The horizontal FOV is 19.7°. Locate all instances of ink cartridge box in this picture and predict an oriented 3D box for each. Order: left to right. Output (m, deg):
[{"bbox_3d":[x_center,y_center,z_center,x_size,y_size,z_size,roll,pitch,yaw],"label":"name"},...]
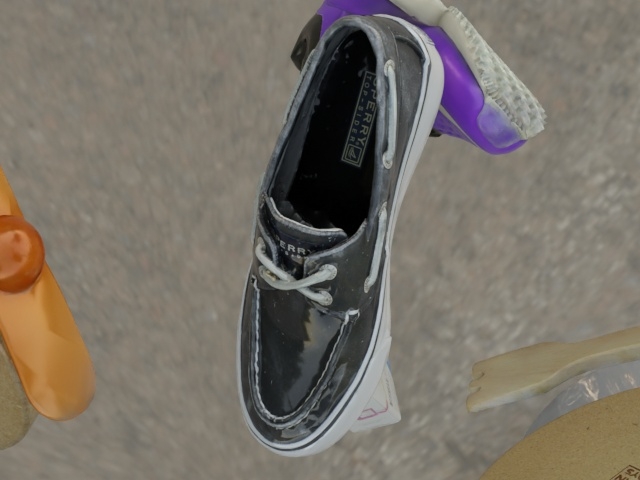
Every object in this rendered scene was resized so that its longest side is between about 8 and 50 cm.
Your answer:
[{"bbox_3d":[0.030,0.121,1.709,0.052,0.122,0.089,-15,70,10],"label":"ink cartridge box"}]

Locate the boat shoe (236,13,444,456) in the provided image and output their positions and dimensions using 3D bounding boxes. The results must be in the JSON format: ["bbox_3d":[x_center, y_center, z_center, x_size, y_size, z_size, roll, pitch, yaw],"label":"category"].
[{"bbox_3d":[0.000,0.000,1.192,0.108,0.102,0.301,22,101,21],"label":"boat shoe"}]

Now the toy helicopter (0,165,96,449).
[{"bbox_3d":[-0.249,-0.016,0.977,0.235,0.355,0.140,3,43,33],"label":"toy helicopter"}]

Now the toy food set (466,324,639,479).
[{"bbox_3d":[0.089,0.086,0.526,0.132,0.192,0.039,-16,113,22],"label":"toy food set"}]

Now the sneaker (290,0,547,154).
[{"bbox_3d":[0.057,-0.109,1.370,0.146,0.293,0.102,-43,121,5],"label":"sneaker"}]

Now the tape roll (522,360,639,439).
[{"bbox_3d":[0.286,0.195,1.632,0.219,0.219,0.072,-21,48,-5],"label":"tape roll"}]
